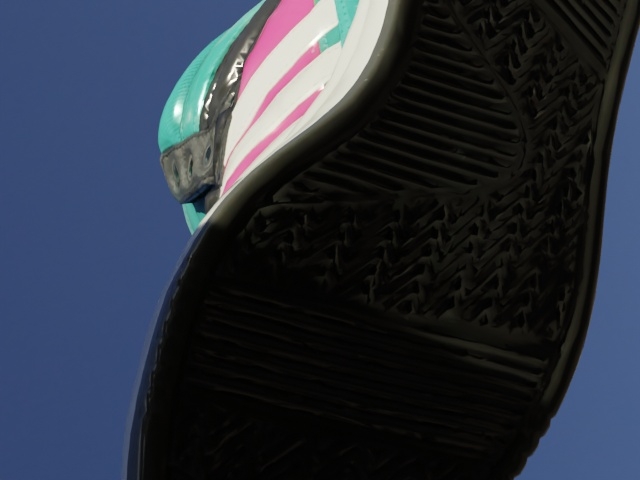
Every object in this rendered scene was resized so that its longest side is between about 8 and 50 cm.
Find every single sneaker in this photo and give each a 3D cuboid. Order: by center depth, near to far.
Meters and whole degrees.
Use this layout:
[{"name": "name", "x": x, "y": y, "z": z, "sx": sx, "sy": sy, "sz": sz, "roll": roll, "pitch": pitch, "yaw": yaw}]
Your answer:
[{"name": "sneaker", "x": 0.000, "y": 0.000, "z": 0.506, "sx": 0.124, "sy": 0.178, "sz": 0.295, "roll": 29, "pitch": -120, "yaw": -8}]
